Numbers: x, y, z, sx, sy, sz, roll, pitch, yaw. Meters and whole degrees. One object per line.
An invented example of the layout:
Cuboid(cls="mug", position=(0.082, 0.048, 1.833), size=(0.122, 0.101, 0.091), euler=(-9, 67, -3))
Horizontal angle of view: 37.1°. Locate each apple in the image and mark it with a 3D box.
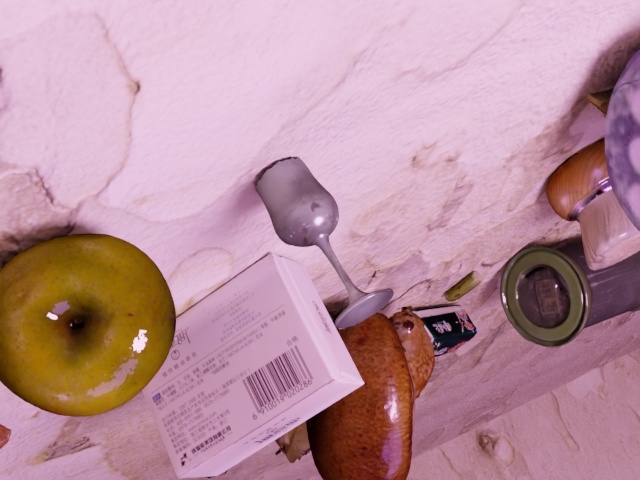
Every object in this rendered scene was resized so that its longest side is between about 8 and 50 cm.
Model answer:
Cuboid(cls="apple", position=(-0.249, 0.086, 0.992), size=(0.196, 0.196, 0.157), euler=(-26, -173, -6))

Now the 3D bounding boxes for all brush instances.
Cuboid(cls="brush", position=(0.520, -0.083, 1.573), size=(0.267, 0.166, 0.174), euler=(-27, 158, -10))

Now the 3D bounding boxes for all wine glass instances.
Cuboid(cls="wine glass", position=(0.000, 0.000, 1.079), size=(0.079, 0.195, 0.079), euler=(-28, 160, -11))

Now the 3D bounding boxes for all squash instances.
Cuboid(cls="squash", position=(0.275, 0.093, 1.849), size=(0.083, 0.027, 0.027), euler=(-42, 155, 30))

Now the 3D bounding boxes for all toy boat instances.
Cuboid(cls="toy boat", position=(0.443, -0.205, 1.347), size=(0.172, 0.065, 0.066), euler=(-17, 133, -28))

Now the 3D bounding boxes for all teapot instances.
Cuboid(cls="teapot", position=(0.530, 0.088, 1.960), size=(0.337, 0.200, 0.270), euler=(-12, 179, -40))

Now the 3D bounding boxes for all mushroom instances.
Cuboid(cls="mushroom", position=(0.094, 0.251, 1.597), size=(0.260, 0.345, 0.345), euler=(-8, 154, -10))

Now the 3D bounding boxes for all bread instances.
Cuboid(cls="bread", position=(-0.055, 0.351, 1.879), size=(0.127, 0.147, 0.152), euler=(-28, 169, -37))

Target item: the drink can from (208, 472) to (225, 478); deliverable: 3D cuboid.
Cuboid(cls="drink can", position=(-0.183, 0.370, 1.820), size=(0.097, 0.097, 0.235), euler=(-15, 156, -30))

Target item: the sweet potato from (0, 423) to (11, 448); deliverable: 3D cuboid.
Cuboid(cls="sweet potato", position=(-0.521, 0.303, 1.323), size=(0.195, 0.056, 0.056), euler=(-23, 158, -2))

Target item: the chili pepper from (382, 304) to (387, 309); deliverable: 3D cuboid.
Cuboid(cls="chili pepper", position=(0.093, 0.112, 1.684), size=(0.027, 0.022, 0.083), euler=(-1, 170, 24))

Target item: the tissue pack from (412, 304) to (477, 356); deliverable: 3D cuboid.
Cuboid(cls="tissue pack", position=(0.220, 0.185, 1.900), size=(0.170, 0.090, 0.103), euler=(0, 148, -49))

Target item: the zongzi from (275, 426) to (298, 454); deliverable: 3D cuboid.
Cuboid(cls="zongzi", position=(-0.096, 0.261, 1.489), size=(0.115, 0.256, 0.228), euler=(27, 134, -24))

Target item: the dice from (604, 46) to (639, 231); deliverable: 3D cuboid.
Cuboid(cls="dice", position=(0.558, -0.135, 1.242), size=(0.271, 0.270, 0.270), euler=(-26, 126, -22))

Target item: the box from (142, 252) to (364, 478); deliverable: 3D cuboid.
Cuboid(cls="box", position=(-0.109, 0.179, 1.336), size=(0.274, 0.203, 0.116), euler=(-35, 157, 15))
